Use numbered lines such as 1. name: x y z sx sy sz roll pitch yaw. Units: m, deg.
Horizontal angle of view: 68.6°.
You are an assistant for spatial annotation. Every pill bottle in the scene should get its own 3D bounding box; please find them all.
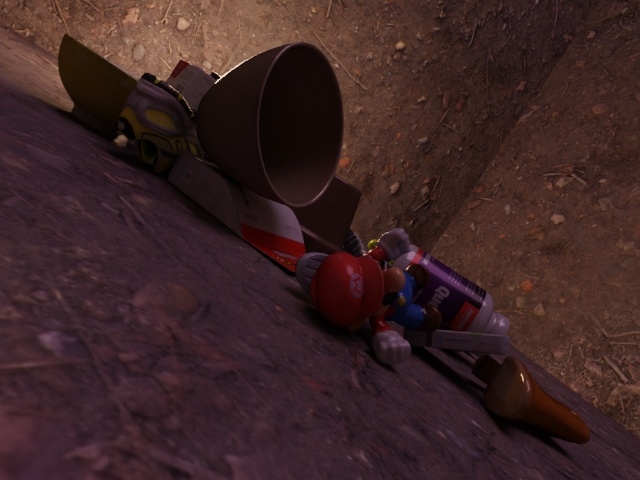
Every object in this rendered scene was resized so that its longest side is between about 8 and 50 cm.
1. pill bottle: 0.313 0.163 1.221 0.323 0.181 0.181 33 5 9

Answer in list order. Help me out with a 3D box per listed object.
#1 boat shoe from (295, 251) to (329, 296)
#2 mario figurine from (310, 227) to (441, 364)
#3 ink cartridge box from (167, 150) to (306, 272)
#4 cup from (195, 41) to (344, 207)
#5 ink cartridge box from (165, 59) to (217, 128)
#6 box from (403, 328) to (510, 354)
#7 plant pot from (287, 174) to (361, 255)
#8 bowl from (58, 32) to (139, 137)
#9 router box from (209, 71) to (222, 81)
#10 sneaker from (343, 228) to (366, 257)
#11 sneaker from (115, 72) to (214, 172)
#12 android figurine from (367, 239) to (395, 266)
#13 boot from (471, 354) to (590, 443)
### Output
1. boat shoe: 0.016 0.083 0.856 0.076 0.083 0.226 7 -20 41
2. mario figurine: 0.124 0.085 0.778 0.198 0.170 0.320 41 16 33
3. ink cartridge box: -0.120 -0.047 1.093 0.385 0.091 0.308 34 5 25
4. cup: -0.128 -0.250 1.025 0.237 0.331 0.331 10 -7 29
5. ink cartridge box: -0.425 -0.384 1.411 0.114 0.273 0.197 33 4 -41
6. box: 0.276 0.201 0.942 0.186 0.038 0.145 1 -10 27
7. plant pot: -0.004 -0.083 1.361 0.263 0.229 0.263 32 6 -4
8. bowl: -0.512 -0.346 1.144 0.289 0.156 0.289 32 6 -4
9. router box: -0.351 -0.385 1.643 0.243 0.309 0.081 29 9 -39
10. sneaker: 0.126 0.069 1.484 0.229 0.086 0.132 59 7 25
11. sneaker: -0.354 -0.219 1.106 0.145 0.147 0.385 32 -14 21
12. android figurine: 0.231 0.104 1.492 0.248 0.056 0.273 59 4 -1
13. boot: 0.409 0.309 0.872 0.211 0.104 0.295 33 1 7
